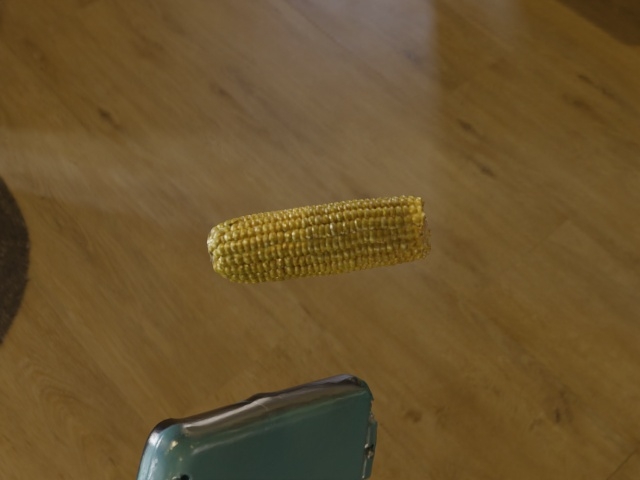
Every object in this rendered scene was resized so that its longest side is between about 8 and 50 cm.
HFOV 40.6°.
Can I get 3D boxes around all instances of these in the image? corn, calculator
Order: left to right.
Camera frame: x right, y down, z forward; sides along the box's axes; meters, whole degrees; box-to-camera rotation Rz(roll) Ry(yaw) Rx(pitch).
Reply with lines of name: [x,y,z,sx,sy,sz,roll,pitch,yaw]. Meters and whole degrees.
calculator: [-0.050,0.214,0.752,0.051,0.173,0.293,19,17,41]
corn: [0.000,0.000,0.954,0.248,0.081,0.081,-7,55,3]
